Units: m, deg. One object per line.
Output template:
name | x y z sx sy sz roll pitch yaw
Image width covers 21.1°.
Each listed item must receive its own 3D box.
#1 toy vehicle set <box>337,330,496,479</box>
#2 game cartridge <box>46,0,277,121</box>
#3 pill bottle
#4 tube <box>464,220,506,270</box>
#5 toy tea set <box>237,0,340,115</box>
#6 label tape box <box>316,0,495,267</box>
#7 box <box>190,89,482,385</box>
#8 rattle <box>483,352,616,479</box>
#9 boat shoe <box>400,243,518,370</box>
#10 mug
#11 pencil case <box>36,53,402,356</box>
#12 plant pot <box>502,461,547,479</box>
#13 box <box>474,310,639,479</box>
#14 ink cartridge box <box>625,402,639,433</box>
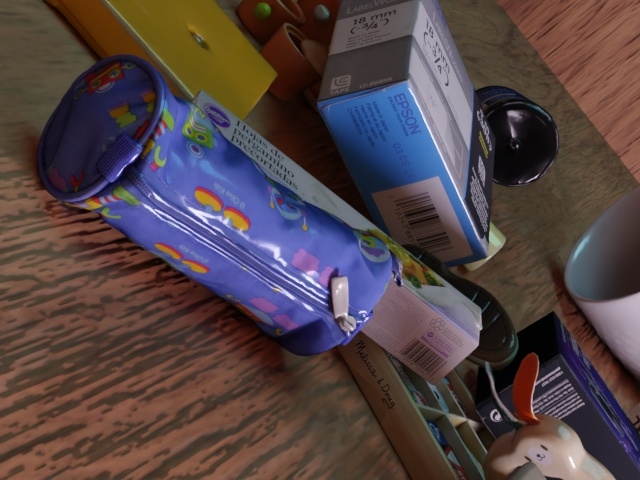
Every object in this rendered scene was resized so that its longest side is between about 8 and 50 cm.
toy vehicle set | 0.087 0.134 1.560 0.166 0.035 0.267 22 33 -59
game cartridge | -0.182 -0.233 1.614 0.323 0.053 0.285 47 17 -7
pill bottle | 0.253 -0.153 2.419 0.123 0.123 0.219 47 4 -14
tube | 0.122 -0.070 2.042 0.240 0.070 0.062 47 44 -5
toy tea set | 0.000 -0.255 1.992 0.200 0.124 0.336 41 19 -31
label tape box | 0.104 -0.160 1.876 0.333 0.106 0.240 -80 149 -51
box | 0.000 0.000 1.475 0.324 0.067 0.063 37 27 -14
rattle | 0.161 0.209 1.398 0.130 0.143 0.199 29 -28 41
boat shoe | 0.132 0.077 1.696 0.190 0.068 0.072 47 -24 44
mug | 0.523 0.101 2.450 0.328 0.276 0.374 51 -15 -22
pencil case | -0.071 -0.015 1.310 0.306 0.119 0.133 36 6 -38
plant pot | 0.139 0.255 1.344 0.109 0.109 0.096 55 30 12
box | 0.243 0.186 1.681 0.184 0.103 0.261 57 9 -3
ink cartridge box | 0.440 0.240 1.919 0.100 0.237 0.172 30 27 -45
